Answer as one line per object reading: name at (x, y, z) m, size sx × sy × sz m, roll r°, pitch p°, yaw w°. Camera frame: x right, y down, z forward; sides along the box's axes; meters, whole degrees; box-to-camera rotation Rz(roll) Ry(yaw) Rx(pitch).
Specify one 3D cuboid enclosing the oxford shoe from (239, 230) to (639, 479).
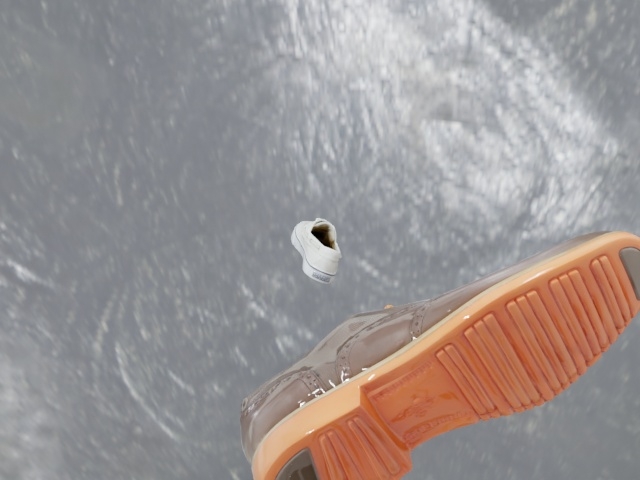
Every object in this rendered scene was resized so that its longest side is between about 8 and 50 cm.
oxford shoe at (0.093, 0.079, 1.286) m, size 0.363 × 0.130 × 0.133 m, roll -28°, pitch 37°, yaw -2°

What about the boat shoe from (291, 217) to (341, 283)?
boat shoe at (0.000, 0.000, 1.290) m, size 0.035 × 0.100 × 0.035 m, roll 22°, pitch 107°, yaw -12°
